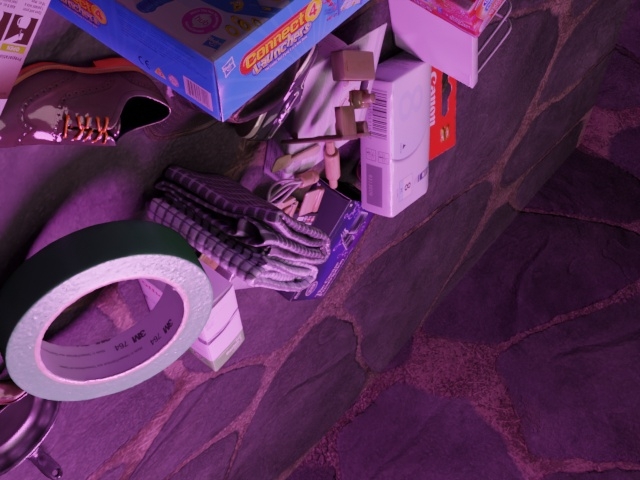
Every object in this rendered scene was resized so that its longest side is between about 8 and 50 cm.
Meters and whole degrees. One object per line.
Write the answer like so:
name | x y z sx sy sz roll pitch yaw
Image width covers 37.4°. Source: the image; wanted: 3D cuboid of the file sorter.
file sorter | 0.254 -0.465 1.789 0.173 0.193 0.277 -53 160 -12

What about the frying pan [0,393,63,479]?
frying pan | -0.486 0.321 1.593 0.197 0.053 0.326 -55 162 0

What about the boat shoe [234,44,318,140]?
boat shoe | -0.063 -0.251 1.572 0.065 0.075 0.206 18 116 -47

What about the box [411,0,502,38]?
box | 0.178 -0.458 1.532 0.128 0.257 0.122 -55 162 2

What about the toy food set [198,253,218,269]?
toy food set | -0.213 0.036 1.788 0.083 0.020 0.082 -60 159 13

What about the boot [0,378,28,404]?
boot | -0.486 0.204 1.407 0.106 0.037 0.114 -25 145 -22

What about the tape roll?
tape roll | -0.322 0.111 1.421 0.321 0.077 0.321 -22 143 -18

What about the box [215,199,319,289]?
box | -0.113 0.007 1.912 0.183 0.056 0.231 -60 159 13

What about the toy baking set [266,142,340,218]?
toy baking set | -0.030 -0.104 1.790 0.197 0.030 0.256 -44 158 -24

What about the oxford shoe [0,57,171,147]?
oxford shoe | -0.301 -0.161 1.165 0.271 0.098 0.097 -28 148 -45

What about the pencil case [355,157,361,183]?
pencil case | 0.157 -0.156 2.213 0.209 0.095 0.098 17 87 -71

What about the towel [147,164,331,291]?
towel | -0.127 -0.026 1.577 0.121 0.235 0.284 -60 160 4

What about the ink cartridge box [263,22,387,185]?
ink cartridge box | 0.006 -0.262 1.747 0.239 0.060 0.275 -39 155 -37

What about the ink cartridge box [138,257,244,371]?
ink cartridge box | -0.228 0.116 1.680 0.092 0.160 0.219 -47 159 -23

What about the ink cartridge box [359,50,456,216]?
ink cartridge box | 0.227 -0.266 2.049 0.385 0.091 0.308 -34 132 -41

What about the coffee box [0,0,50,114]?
coffee box | -0.390 -0.161 0.876 0.297 0.168 0.119 -61 159 16

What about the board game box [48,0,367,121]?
board game box | -0.118 -0.314 1.034 0.302 0.308 0.086 -45 156 -26

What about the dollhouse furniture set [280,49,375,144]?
dollhouse furniture set | 0.013 -0.250 1.660 0.144 0.123 0.151 -16 103 -59

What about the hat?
hat | -0.116 -0.256 1.383 0.331 0.134 0.331 -46 159 -23

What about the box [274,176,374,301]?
box | 0.000 0.000 2.093 0.261 0.103 0.184 -59 157 12
